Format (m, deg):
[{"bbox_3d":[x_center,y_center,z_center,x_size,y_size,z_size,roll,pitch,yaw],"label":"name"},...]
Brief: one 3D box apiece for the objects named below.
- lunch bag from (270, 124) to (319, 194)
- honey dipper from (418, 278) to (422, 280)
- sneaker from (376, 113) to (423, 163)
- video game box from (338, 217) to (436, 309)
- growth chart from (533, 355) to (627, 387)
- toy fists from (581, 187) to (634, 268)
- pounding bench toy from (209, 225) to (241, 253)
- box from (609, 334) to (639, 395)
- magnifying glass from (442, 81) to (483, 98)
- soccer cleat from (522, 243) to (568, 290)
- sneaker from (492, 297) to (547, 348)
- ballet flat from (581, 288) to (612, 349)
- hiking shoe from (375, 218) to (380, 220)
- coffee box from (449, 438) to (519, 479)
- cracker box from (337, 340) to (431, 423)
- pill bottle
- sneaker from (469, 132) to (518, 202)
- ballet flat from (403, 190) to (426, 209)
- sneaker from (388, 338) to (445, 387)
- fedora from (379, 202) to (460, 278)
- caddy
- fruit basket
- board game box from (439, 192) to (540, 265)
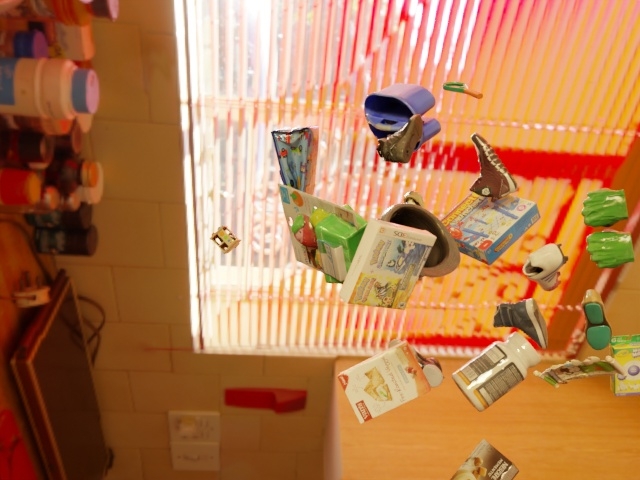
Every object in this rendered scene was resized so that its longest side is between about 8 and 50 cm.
[{"bbox_3d":[-0.069,-0.250,1.984,0.221,0.138,0.293,-56,141,-75],"label":"lunch bag"},{"bbox_3d":[0.366,0.068,1.862,0.160,0.030,0.030,-52,173,-18],"label":"honey dipper"},{"bbox_3d":[0.265,-0.346,1.907,0.227,0.130,0.087,-62,139,-30],"label":"sneaker"},{"bbox_3d":[0.160,0.060,1.332,0.048,0.187,0.205,42,-65,53],"label":"video game box"},{"bbox_3d":[0.721,0.366,1.574,0.237,0.172,0.021,-26,-132,42],"label":"growth chart"},{"bbox_3d":[0.989,-0.042,1.955,0.096,0.142,0.279,-12,94,-64],"label":"toy fists"},{"bbox_3d":[-0.259,-0.005,1.546,0.052,0.065,0.083,-44,177,4],"label":"pounding bench toy"},{"bbox_3d":[0.901,0.360,1.639,0.043,0.105,0.179,-63,145,-76],"label":"box"},{"bbox_3d":[0.559,-0.589,2.209,0.231,0.092,0.026,-129,-148,-58],"label":"magnifying glass"},{"bbox_3d":[0.817,0.108,2.102,0.331,0.143,0.116,63,11,-60],"label":"soccer cleat"},{"bbox_3d":[0.707,0.302,2.006,0.226,0.163,0.086,59,36,-25],"label":"sneaker"},{"bbox_3d":[0.863,0.245,1.760,0.073,0.080,0.232,-68,144,-45],"label":"ballet flat"},{"bbox_3d":[0.145,0.018,2.239,0.132,0.304,0.113,-101,163,-44],"label":"hiking shoe"},{"bbox_3d":[0.561,0.848,1.986,0.141,0.246,0.098,36,-10,46],"label":"coffee box"},{"bbox_3d":[0.187,0.417,1.669,0.155,0.232,0.067,63,7,8],"label":"cracker box"},{"bbox_3d":[0.611,0.452,1.963,0.162,0.278,0.162,54,-1,2],"label":"pill bottle"},{"bbox_3d":[0.633,-0.273,2.220,0.281,0.162,0.106,59,25,11],"label":"sneaker"},{"bbox_3d":[0.362,-0.060,2.041,0.086,0.086,0.248,171,-104,-85],"label":"ballet flat"},{"bbox_3d":[0.414,0.520,2.414,0.101,0.269,0.153,-56,158,9],"label":"sneaker"},{"bbox_3d":[0.281,0.021,1.728,0.275,0.244,0.124,54,-35,17],"label":"fedora"},{"bbox_3d":[0.308,-0.480,2.225,0.341,0.179,0.241,27,-35,52],"label":"caddy"},{"bbox_3d":[0.000,0.000,1.822,0.165,0.353,0.327,-40,134,-35],"label":"fruit basket"},{"bbox_3d":[0.669,-0.070,2.301,0.302,0.308,0.086,30,-25,52],"label":"board game box"}]
